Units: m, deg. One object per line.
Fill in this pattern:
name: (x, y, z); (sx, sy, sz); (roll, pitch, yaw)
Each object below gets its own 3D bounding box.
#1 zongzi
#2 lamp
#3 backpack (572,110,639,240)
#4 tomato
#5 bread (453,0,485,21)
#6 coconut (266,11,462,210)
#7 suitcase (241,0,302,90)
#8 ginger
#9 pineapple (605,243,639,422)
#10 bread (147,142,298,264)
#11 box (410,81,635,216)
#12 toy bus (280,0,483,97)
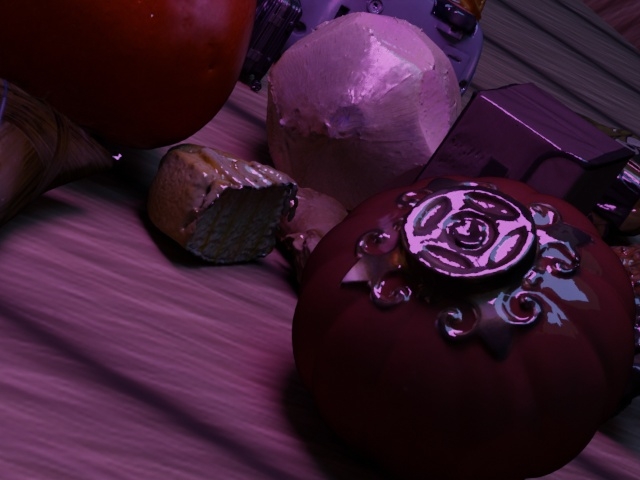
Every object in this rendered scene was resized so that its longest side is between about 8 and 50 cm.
zongzi: (-0.249, -0.052, 1.481); (0.242, 0.112, 0.221); (23, 22, -32)
lamp: (0.126, 0.078, 1.557); (0.303, 0.257, 0.303); (0, 47, 0)
backpack: (0.395, -0.100, 2.580); (0.253, 0.140, 0.207); (36, 19, 20)
tomato: (-0.204, -0.253, 1.710); (0.321, 0.321, 0.321); (30, 21, -13)
bread: (0.119, -0.350, 2.595); (0.181, 0.096, 0.222); (34, -26, -30)
coconut: (0.045, -0.145, 1.990); (0.227, 0.227, 0.230); (38, 13, 9)
suitcase: (-0.072, -0.262, 2.207); (0.059, 0.126, 0.086); (26, 21, -19)
ginger: (0.004, 0.002, 1.823); (0.137, 0.074, 0.213); (22, 17, -46)
pineapple: (0.364, 0.108, 2.031); (0.170, 0.141, 0.310); (-8, 19, 13)
bread: (-0.106, -0.041, 1.719); (0.110, 0.103, 0.156); (32, 11, 28)
box: (0.187, -0.034, 1.922); (0.153, 0.252, 0.188); (40, 21, 16)
toy bus: (0.061, -0.282, 2.410); (0.287, 0.194, 0.232); (24, 11, -27)
